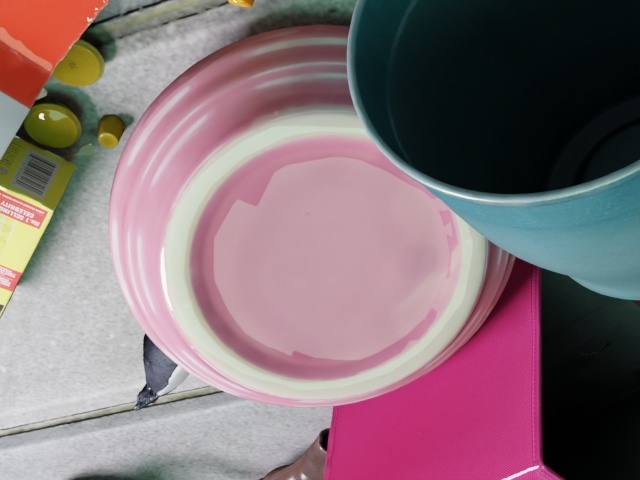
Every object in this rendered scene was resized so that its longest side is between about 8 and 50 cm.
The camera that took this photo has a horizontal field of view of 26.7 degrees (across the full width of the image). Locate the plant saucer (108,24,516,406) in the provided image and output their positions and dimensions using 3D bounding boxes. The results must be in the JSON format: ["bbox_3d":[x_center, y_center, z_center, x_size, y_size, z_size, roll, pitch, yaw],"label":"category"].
[{"bbox_3d":[0.000,0.000,1.055,0.332,0.084,0.332,-2,116,-5],"label":"plant saucer"}]

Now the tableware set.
[{"bbox_3d":[-0.213,-0.130,1.083,0.104,0.024,0.154,-18,131,21],"label":"tableware set"}]

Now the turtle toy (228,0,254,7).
[{"bbox_3d":[-0.029,-0.207,0.925,0.130,0.066,0.095,-20,143,-4],"label":"turtle toy"}]

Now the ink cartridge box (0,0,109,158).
[{"bbox_3d":[-0.355,-0.137,0.950,0.308,0.091,0.385,32,124,-23],"label":"ink cartridge box"}]

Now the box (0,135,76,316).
[{"bbox_3d":[-0.291,-0.004,1.183,0.087,0.058,0.232,27,140,-12],"label":"box"}]

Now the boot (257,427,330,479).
[{"bbox_3d":[0.047,0.304,1.466,0.248,0.090,0.207,24,132,-23],"label":"boot"}]

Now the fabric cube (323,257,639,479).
[{"bbox_3d":[0.183,0.192,1.201,0.259,0.254,0.258,34,131,-26],"label":"fabric cube"}]

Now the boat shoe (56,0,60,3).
[{"bbox_3d":[-0.191,-0.196,0.983,0.152,0.049,0.056,-4,136,12],"label":"boat shoe"}]

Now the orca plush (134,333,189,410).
[{"bbox_3d":[-0.102,0.038,1.227,0.151,0.102,0.287,-24,163,-34],"label":"orca plush"}]

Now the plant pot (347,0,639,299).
[{"bbox_3d":[0.195,-0.091,0.905,0.271,0.272,0.255,-15,148,23],"label":"plant pot"}]
